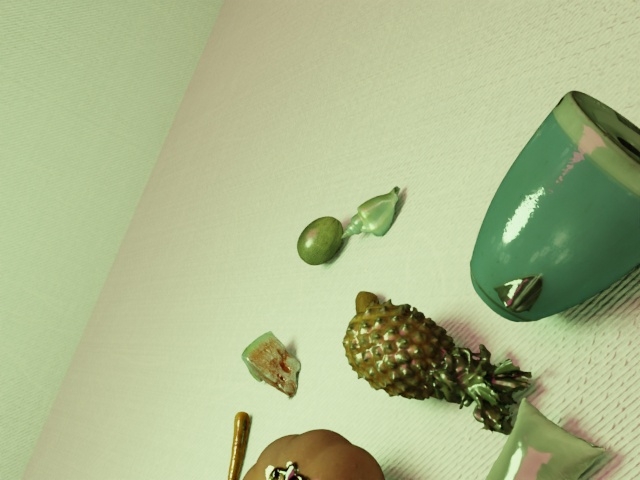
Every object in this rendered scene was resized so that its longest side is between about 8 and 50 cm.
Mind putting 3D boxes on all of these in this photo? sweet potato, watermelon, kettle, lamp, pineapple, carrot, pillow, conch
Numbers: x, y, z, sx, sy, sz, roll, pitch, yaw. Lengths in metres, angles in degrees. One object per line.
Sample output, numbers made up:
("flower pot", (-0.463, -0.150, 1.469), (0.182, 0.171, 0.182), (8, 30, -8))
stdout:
("sweet potato", (0.114, 0.161, 1.632), (0.065, 0.051, 0.218), (-54, 29, 7))
("watermelon", (-0.111, 0.278, 1.838), (0.098, 0.121, 0.158), (-45, 29, -16))
("kettle", (0.376, -0.031, 1.245), (0.342, 0.247, 0.319), (-54, -3, 28))
("lamp", (-0.024, 0.474, 1.351), (0.305, 0.239, 0.305), (-11, 72, 35))
("pineapple", (0.193, 0.222, 1.366), (0.361, 0.175, 0.175), (28, 89, 46))
("carrot", (-0.194, 0.488, 1.852), (0.037, 0.037, 0.190), (-29, 43, 44))
("pillow", (0.294, 0.369, 1.137), (0.144, 0.078, 0.254), (24, 86, 51))
("conch", (0.115, -0.053, 1.808), (0.180, 0.065, 0.088), (-40, 33, 19))

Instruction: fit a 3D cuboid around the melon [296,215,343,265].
("melon", (0.000, 0.000, 1.913), (0.131, 0.098, 0.098), (-53, 29, 2))
